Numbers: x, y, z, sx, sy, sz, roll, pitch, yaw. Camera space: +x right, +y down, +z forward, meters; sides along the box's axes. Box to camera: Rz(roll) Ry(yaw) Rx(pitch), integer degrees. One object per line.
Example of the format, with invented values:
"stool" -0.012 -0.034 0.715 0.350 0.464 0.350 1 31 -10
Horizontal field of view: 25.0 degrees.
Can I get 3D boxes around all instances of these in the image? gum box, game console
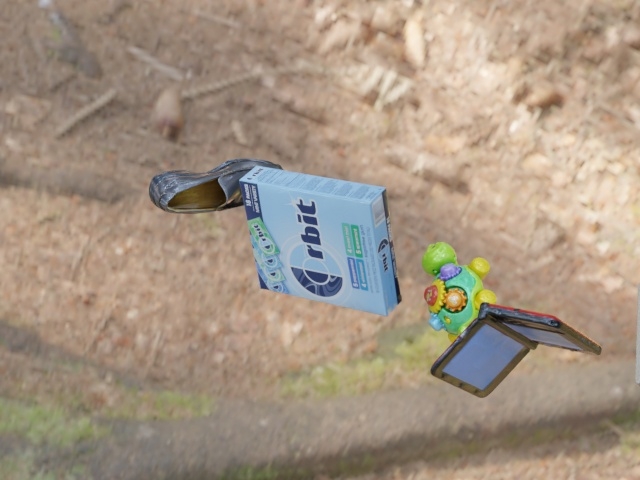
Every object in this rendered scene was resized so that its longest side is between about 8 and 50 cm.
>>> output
"gum box" 0.000 0.000 1.716 0.184 0.157 0.041 12 37 32
"game console" 0.203 0.122 1.477 0.124 0.144 0.085 10 80 33

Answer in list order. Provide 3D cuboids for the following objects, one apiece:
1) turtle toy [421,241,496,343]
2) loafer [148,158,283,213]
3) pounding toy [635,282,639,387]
"turtle toy" 0.158 0.059 1.738 0.066 0.095 0.130 10 47 -20
"loafer" -0.120 -0.058 1.756 0.170 0.062 0.061 -12 27 -14
"pounding toy" 0.382 0.083 1.373 0.100 0.130 0.141 39 48 -39
